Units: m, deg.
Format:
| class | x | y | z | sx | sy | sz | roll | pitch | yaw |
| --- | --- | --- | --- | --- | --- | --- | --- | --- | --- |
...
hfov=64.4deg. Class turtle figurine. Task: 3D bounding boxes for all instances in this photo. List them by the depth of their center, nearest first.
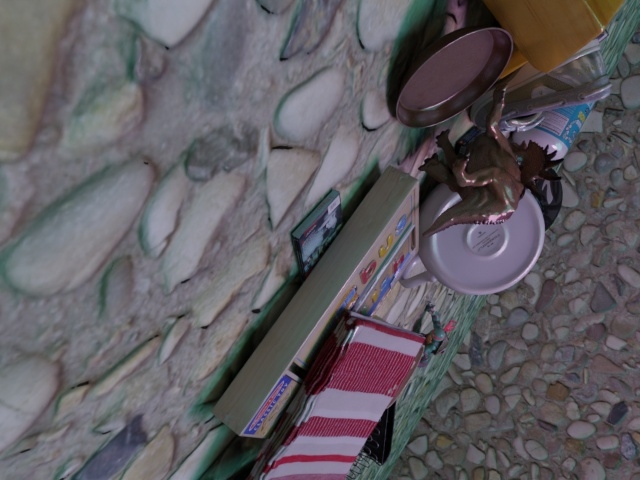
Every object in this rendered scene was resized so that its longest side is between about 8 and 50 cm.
| class | x | y | z | sx | sy | sz | roll | pitch | yaw |
| --- | --- | --- | --- | --- | --- | --- | --- | --- | --- |
| turtle figurine | 0.324 | 0.296 | 1.523 | 0.175 | 0.118 | 0.234 | -49 | 159 | -24 |

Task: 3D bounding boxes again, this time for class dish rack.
| class | x | y | z | sx | sy | sz | roll | pitch | yaw |
| --- | --- | --- | --- | --- | --- | --- | --- | --- | --- |
| dish rack | 0.068 | 0.467 | 1.174 | 0.272 | 0.074 | 0.208 | -15 | 113 | -47 |

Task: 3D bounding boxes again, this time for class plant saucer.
| class | x | y | z | sx | sy | sz | roll | pitch | yaw |
| --- | --- | --- | --- | --- | --- | --- | --- | --- | --- |
| plant saucer | 0.167 | -0.213 | 0.659 | 0.168 | 0.029 | 0.168 | -24 | 158 | -11 |

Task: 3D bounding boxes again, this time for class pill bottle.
| class | x | y | z | sx | sy | sz | roll | pitch | yaw |
| --- | --- | --- | --- | --- | --- | --- | --- | --- | --- |
| pill bottle | 0.605 | -0.309 | 1.336 | 0.264 | 0.146 | 0.146 | -61 | 156 | 4 |

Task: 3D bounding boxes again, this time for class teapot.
| class | x | y | z | sx | sy | sz | roll | pitch | yaw |
| --- | --- | --- | --- | --- | --- | --- | --- | --- | --- |
| teapot | 0.292 | -0.021 | 1.001 | 0.187 | 0.256 | 0.252 | -97 | -171 | -78 |

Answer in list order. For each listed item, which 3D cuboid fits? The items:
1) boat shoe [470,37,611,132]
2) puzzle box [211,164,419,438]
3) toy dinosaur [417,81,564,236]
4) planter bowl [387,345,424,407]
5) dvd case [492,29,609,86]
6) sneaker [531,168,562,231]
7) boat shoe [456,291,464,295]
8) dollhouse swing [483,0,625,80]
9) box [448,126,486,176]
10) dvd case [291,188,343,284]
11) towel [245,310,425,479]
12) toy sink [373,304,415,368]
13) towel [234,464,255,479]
| class | x | y | z | sx | sy | sz | roll | pitch | yaw |
| --- | --- | --- | --- | --- | --- | --- | --- | --- | --- |
| boat shoe | 0.353 | -0.233 | 0.852 | 0.118 | 0.103 | 0.320 | -23 | 179 | -11 |
| puzzle box | 0.023 | 0.112 | 0.774 | 0.409 | 0.052 | 0.272 | -54 | 158 | -12 |
| toy dinosaur | 0.277 | -0.096 | 0.797 | 0.127 | 0.200 | 0.295 | -21 | -147 | 55 |
| planter bowl | 0.148 | 0.281 | 1.157 | 0.162 | 0.109 | 0.162 | -43 | 151 | -31 |
| dvd case | 0.397 | -0.321 | 0.912 | 0.221 | 0.018 | 0.164 | -14 | 162 | -39 |
| sneaker | 0.686 | -0.094 | 1.695 | 0.483 | 0.185 | 0.202 | -49 | 158 | -26 |
| boat shoe | 0.479 | 0.136 | 1.727 | 0.133 | 0.049 | 0.042 | 72 | 24 | -51 |
| dollhouse swing | 0.281 | -0.427 | 0.679 | 0.315 | 0.305 | 0.346 | 39 | 80 | -24 |
| box | 0.296 | -0.159 | 1.047 | 0.094 | 0.027 | 0.137 | -39 | 149 | -37 |
| dvd case | 0.000 | 0.000 | 0.668 | 0.087 | 0.013 | 0.119 | -49 | 155 | -24 |
| towel | 0.031 | 0.274 | 0.780 | 0.237 | 0.037 | 0.329 | 25 | 95 | -50 |
| toy sink | 0.089 | 0.235 | 0.961 | 0.234 | 0.131 | 0.153 | -58 | 156 | -5 |
| towel | -0.183 | 0.540 | 0.871 | 0.312 | 0.056 | 0.324 | -4 | 121 | -62 |
